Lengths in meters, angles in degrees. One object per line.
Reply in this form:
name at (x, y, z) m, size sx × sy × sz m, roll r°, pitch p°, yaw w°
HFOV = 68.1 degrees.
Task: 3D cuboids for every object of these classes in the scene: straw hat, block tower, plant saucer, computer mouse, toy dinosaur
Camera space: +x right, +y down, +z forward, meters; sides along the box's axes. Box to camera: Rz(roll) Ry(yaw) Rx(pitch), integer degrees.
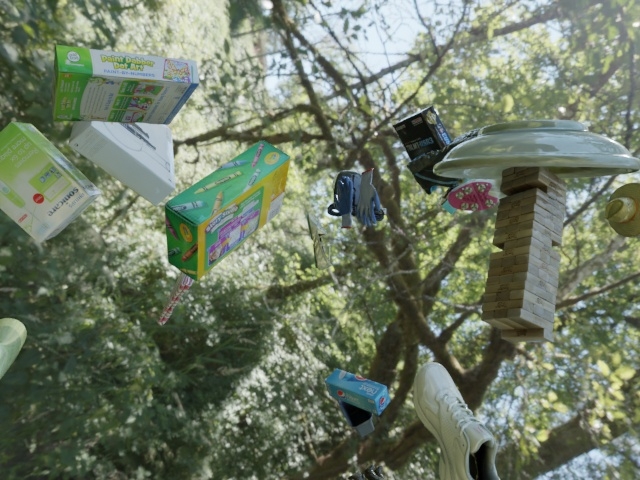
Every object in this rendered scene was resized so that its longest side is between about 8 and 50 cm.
straw hat at (0.753, -0.077, 1.189) m, size 0.144 × 0.061 × 0.144 m, roll 176°, pitch -90°, yaw -74°
block tower at (0.384, 0.016, 0.889) m, size 0.091 × 0.097 × 0.335 m, roll -20°, pitch -129°, yaw 57°
plant saucer at (0.447, -0.189, 1.009) m, size 0.400 × 0.401 × 0.100 m, roll -163°, pitch -107°, yaw -74°
computer mouse at (0.111, -0.167, 1.576) m, size 0.272 × 0.189 × 0.072 m, roll -96°, pitch -166°, yaw -54°
toy dinosaur at (0.139, 0.575, 1.019) m, size 0.160 × 0.121 × 0.313 m, roll 42°, pitch -27°, yaw 36°

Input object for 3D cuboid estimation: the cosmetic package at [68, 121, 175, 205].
cosmetic package at (-0.577, -0.311, 1.420) m, size 0.284 × 0.097 × 0.377 m, roll 44°, pitch 16°, yaw -41°

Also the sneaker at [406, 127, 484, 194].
sneaker at (0.442, -0.256, 1.541) m, size 0.341 × 0.125 × 0.139 m, roll -19°, pitch -76°, yaw 56°

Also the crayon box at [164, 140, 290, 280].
crayon box at (-0.182, -0.066, 0.960) m, size 0.081 × 0.278 × 0.165 m, roll 33°, pitch -41°, yaw 15°

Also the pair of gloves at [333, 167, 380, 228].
pair of gloves at (0.100, -0.112, 1.333) m, size 0.198 × 0.023 × 0.159 m, roll -9°, pitch -100°, yaw 57°

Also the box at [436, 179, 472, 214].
box at (0.594, -0.226, 1.967) m, size 0.060 × 0.244 × 0.100 m, roll 39°, pitch 12°, yaw -9°

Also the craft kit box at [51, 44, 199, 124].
craft kit box at (-0.405, -0.303, 0.966) m, size 0.250 × 0.247 × 0.060 m, roll -13°, pitch -93°, yaw 58°

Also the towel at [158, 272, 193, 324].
towel at (-0.346, 0.114, 1.192) m, size 0.197 × 0.029 × 0.144 m, roll -48°, pitch -160°, yaw 38°

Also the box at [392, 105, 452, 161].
box at (0.457, -0.406, 2.032) m, size 0.293 × 0.073 × 0.295 m, roll 58°, pitch -12°, yaw -11°

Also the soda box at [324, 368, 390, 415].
soda box at (0.118, 0.491, 1.548) m, size 0.210 × 0.071 × 0.067 m, roll 7°, pitch -58°, yaw 42°

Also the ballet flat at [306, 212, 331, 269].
ballet flat at (0.000, 0.000, 1.353) m, size 0.057 × 0.053 × 0.168 m, roll 26°, pitch 53°, yaw -78°

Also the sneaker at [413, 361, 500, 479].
sneaker at (0.230, 0.301, 0.765) m, size 0.115 × 0.091 × 0.232 m, roll 122°, pitch -45°, yaw -54°

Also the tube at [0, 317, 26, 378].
tube at (-0.496, 0.171, 0.726) m, size 0.240 × 0.062 × 0.070 m, roll 10°, pitch -60°, yaw 62°

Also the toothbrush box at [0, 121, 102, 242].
toothbrush box at (-0.830, -0.168, 1.377) m, size 0.283 × 0.206 × 0.122 m, roll 48°, pitch 1°, yaw -14°

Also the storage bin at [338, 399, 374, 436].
storage bin at (0.133, 0.589, 1.607) m, size 0.135 × 0.098 × 0.091 m, roll 54°, pitch -11°, yaw 55°

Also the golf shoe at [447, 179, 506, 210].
golf shoe at (0.591, -0.191, 1.651) m, size 0.140 × 0.307 × 0.115 m, roll -87°, pitch 159°, yaw -62°
